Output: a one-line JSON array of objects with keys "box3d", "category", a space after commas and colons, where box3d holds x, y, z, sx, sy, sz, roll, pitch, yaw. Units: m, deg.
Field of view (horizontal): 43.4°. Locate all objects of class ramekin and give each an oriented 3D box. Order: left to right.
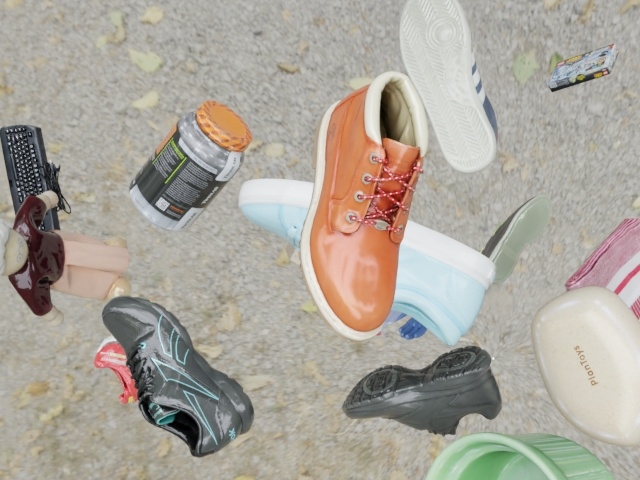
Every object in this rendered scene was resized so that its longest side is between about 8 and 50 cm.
[{"box3d": [0.298, 0.421, 1.151, 0.303, 0.148, 0.304, -3, 86, 53], "category": "ramekin"}]

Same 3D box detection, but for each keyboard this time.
[{"box3d": [-0.480, -0.098, 1.344, 0.100, 0.038, 0.192, -7, 102, 7], "category": "keyboard"}]

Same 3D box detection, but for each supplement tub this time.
[{"box3d": [-0.194, -0.113, 1.220, 0.190, 0.117, 0.117, -45, 74, 26], "category": "supplement tub"}]

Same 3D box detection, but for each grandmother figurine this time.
[{"box3d": [-0.413, 0.023, 1.225, 0.104, 0.342, 0.208, -18, 79, 15], "category": "grandmother figurine"}]

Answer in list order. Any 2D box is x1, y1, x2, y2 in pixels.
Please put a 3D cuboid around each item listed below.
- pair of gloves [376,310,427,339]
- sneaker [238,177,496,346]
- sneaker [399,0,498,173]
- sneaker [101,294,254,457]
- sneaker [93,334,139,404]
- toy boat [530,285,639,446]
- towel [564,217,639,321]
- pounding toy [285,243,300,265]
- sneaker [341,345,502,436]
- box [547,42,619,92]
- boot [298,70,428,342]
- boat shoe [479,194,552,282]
[{"box3d": [0.202, 0.175, 1.816, 0.198, 0.159, 0.023, 2, 120, 47], "category": "pair of gloves"}, {"box3d": [0.043, 0.032, 1.072, 0.365, 0.135, 0.150, 20, 75, 9], "category": "sneaker"}, {"box3d": [0.240, -0.294, 1.492, 0.131, 0.148, 0.350, -13, 92, 19], "category": "sneaker"}, {"box3d": [-0.211, 0.180, 1.092, 0.267, 0.106, 0.101, 40, 135, 12], "category": "sneaker"}, {"box3d": [-0.390, 0.326, 1.795, 0.279, 0.107, 0.118, 45, 66, -16], "category": "sneaker"}, {"box3d": [0.518, 0.186, 1.309, 0.318, 0.148, 0.268, -25, 77, 27], "category": "toy boat"}, {"box3d": [0.598, 0.151, 1.505, 0.237, 0.037, 0.329, -39, 104, -30], "category": "towel"}, {"box3d": [0.000, 0.000, 1.467, 0.130, 0.141, 0.100, 28, 96, -11], "category": "pounding toy"}, {"box3d": [0.166, 0.272, 1.336, 0.286, 0.109, 0.130, -18, 108, 32], "category": "sneaker"}, {"box3d": [0.573, -0.376, 1.756, 0.137, 0.027, 0.094, -12, 33, 42], "category": "box"}, {"box3d": [0.029, -0.022, 0.476, 0.059, 0.084, 0.158, 7, 74, -24], "category": "boot"}, {"box3d": [0.412, -0.010, 1.732, 0.081, 0.068, 0.228, 45, 76, -21], "category": "boat shoe"}]
